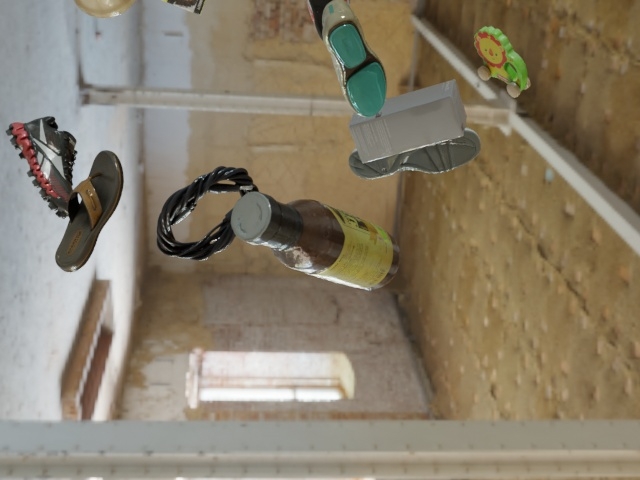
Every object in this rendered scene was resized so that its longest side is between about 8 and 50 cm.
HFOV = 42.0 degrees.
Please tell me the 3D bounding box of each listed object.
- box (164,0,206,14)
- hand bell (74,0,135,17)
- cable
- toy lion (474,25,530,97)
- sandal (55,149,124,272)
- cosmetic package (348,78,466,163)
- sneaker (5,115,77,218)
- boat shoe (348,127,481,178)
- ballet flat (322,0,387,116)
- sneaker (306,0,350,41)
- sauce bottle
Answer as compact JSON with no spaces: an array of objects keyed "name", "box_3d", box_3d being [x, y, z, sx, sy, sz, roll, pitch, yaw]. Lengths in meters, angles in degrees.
[{"name":"box","box_3d":[-0.299,-0.473,1.422,0.058,0.232,0.087,-92,-154,-55]},{"name":"hand bell","box_3d":[-0.361,-0.423,1.211,0.242,0.126,0.126,21,70,-80]},{"name":"cable","box_3d":[-0.178,-0.038,1.300,0.047,0.184,0.150,58,1,33]},{"name":"toy lion","box_3d":[0.280,-0.284,1.295,0.100,0.034,0.096,41,-20,34]},{"name":"sandal","box_3d":[-0.401,-0.054,1.411,0.060,0.090,0.219,33,80,-52]},{"name":"cosmetic package","box_3d":[0.193,-0.261,1.824,0.127,0.238,0.107,-70,139,-61]},{"name":"sneaker","box_3d":[-0.612,-0.179,1.923,0.276,0.135,0.097,58,-15,19]},{"name":"boat shoe","box_3d":[0.226,-0.225,1.998,0.118,0.320,0.103,64,29,-31]},{"name":"ballet flat","box_3d":[0.055,-0.314,1.432,0.248,0.086,0.086,63,21,-56]},{"name":"sneaker","box_3d":[-0.002,-0.520,1.590,0.145,0.090,0.270,-92,166,-59]},{"name":"sauce bottle","box_3d":[0.000,0.000,1.252,0.344,0.111,0.111,20,67,-57]}]
